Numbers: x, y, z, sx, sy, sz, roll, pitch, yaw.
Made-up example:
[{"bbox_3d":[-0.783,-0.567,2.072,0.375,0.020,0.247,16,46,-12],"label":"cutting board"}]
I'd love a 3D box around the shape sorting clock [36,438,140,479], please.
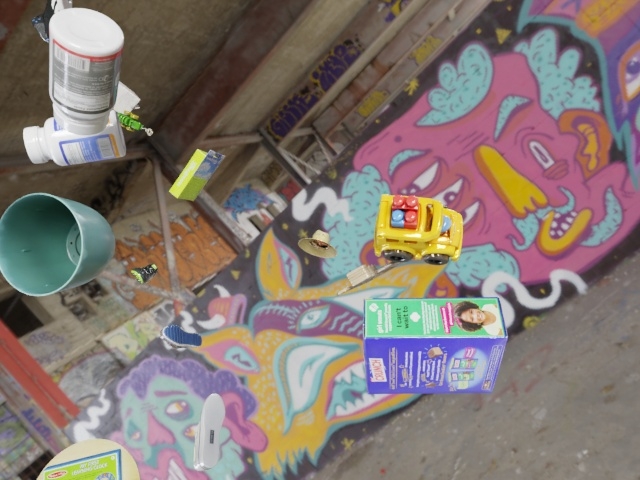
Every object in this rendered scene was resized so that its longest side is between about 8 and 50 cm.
[{"bbox_3d":[-0.443,0.483,0.959,0.206,0.206,0.040,-42,-21,-20],"label":"shape sorting clock"}]

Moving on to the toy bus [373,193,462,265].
[{"bbox_3d":[0.237,-0.043,1.225,0.211,0.220,0.149,69,-152,-68],"label":"toy bus"}]

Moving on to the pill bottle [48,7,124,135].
[{"bbox_3d":[-0.593,-0.414,1.280,0.161,0.161,0.283,-41,-9,-42],"label":"pill bottle"}]

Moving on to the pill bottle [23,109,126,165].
[{"bbox_3d":[-0.771,-0.320,1.606,0.272,0.152,0.152,-11,-9,-13],"label":"pill bottle"}]

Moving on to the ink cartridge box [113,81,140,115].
[{"bbox_3d":[-0.743,-0.529,1.868,0.090,0.092,0.143,-48,-41,4],"label":"ink cartridge box"}]

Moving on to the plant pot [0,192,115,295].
[{"bbox_3d":[-0.774,0.011,1.551,0.293,0.293,0.235,-43,-9,10],"label":"plant pot"}]

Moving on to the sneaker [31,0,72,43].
[{"bbox_3d":[-0.826,-0.705,1.549,0.121,0.217,0.079,-3,17,1],"label":"sneaker"}]

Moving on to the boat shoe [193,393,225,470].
[{"bbox_3d":[-0.413,0.698,1.854,0.088,0.096,0.268,-32,47,32],"label":"boat shoe"}]

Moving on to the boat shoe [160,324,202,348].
[{"bbox_3d":[-0.478,0.333,1.699,0.066,0.066,0.183,-20,-31,20],"label":"boat shoe"}]

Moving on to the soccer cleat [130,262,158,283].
[{"bbox_3d":[-0.569,0.103,1.657,0.072,0.060,0.179,-41,4,-14],"label":"soccer cleat"}]

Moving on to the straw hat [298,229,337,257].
[{"bbox_3d":[0.000,0.000,1.669,0.144,0.144,0.061,135,154,-66],"label":"straw hat"}]

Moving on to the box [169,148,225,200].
[{"bbox_3d":[-0.378,-0.206,1.564,0.178,0.042,0.109,-53,-12,8],"label":"box"}]

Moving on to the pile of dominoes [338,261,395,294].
[{"bbox_3d":[0.162,0.082,1.483,0.196,0.040,0.251,-33,-9,25],"label":"pile of dominoes"}]

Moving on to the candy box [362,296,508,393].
[{"bbox_3d":[0.264,0.262,1.239,0.268,0.317,0.122,82,-173,-46],"label":"candy box"}]

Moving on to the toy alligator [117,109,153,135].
[{"bbox_3d":[-0.668,-0.415,1.791,0.051,0.189,0.056,3,-66,-59],"label":"toy alligator"}]
